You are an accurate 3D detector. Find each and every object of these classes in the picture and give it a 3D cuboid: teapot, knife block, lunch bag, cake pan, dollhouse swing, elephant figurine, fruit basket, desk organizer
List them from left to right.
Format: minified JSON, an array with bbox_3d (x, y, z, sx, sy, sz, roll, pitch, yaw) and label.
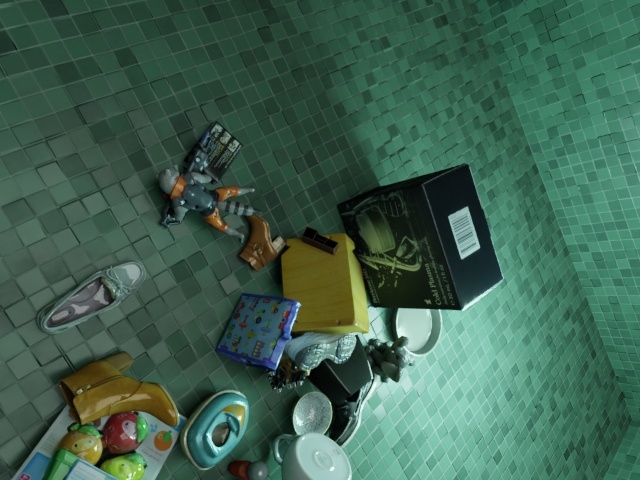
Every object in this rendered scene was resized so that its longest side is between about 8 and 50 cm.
[{"bbox_3d":[-0.582,0.574,1.316,0.327,0.165,0.353,40,53,-15],"label":"fruit basket"},{"bbox_3d":[-0.185,0.295,1.555,0.138,0.293,0.221,35,66,-27],"label":"lunch bag"},{"bbox_3d":[-0.075,0.418,1.650,0.276,0.242,0.088,-23,99,-35],"label":"knife block"},{"bbox_3d":[-0.037,0.781,1.580,0.252,0.256,0.187,26,112,-12],"label":"teapot"},{"bbox_3d":[0.000,0.000,1.709,0.130,0.050,0.047,23,68,12],"label":"desk organizer"},{"bbox_3d":[0.027,0.197,1.813,0.315,0.305,0.347,-6,67,-1],"label":"dollhouse swing"},{"bbox_3d":[0.298,0.481,1.909,0.186,0.239,0.169,28,69,-30],"label":"elephant figurine"},{"bbox_3d":[0.427,0.368,2.130,0.293,0.054,0.293,5,82,-35],"label":"cake pan"}]

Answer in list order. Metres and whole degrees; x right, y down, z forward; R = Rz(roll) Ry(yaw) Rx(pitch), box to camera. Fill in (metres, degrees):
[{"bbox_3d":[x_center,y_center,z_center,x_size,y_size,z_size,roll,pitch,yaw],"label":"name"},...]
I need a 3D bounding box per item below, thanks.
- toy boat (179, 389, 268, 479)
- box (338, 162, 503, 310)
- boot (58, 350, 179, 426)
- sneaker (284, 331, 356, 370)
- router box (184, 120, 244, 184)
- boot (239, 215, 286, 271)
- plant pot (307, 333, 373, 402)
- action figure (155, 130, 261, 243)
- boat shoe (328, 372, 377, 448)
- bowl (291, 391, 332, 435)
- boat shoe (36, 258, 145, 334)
[{"bbox_3d":[-0.283,0.638,1.516,0.267,0.148,0.318,-46,116,-48],"label":"toy boat"},{"bbox_3d":[0.384,0.001,1.887,0.297,0.472,0.480,-25,99,-34],"label":"box"},{"bbox_3d":[-0.552,0.449,1.303,0.295,0.104,0.211,41,33,15],"label":"boot"},{"bbox_3d":[0.004,0.347,1.603,0.297,0.129,0.111,7,103,-45],"label":"sneaker"},{"bbox_3d":[-0.366,-0.304,1.651,0.133,0.046,0.179,42,63,-25],"label":"router box"},{"bbox_3d":[-0.236,0.000,1.695,0.197,0.073,0.152,45,77,-2],"label":"boot"},{"bbox_3d":[0.079,0.484,1.754,0.187,0.188,0.167,-25,75,-35],"label":"plant pot"},{"bbox_3d":[-0.356,-0.175,1.532,0.330,0.178,0.341,18,89,-35],"label":"action figure"},{"bbox_3d":[0.103,0.624,1.824,0.113,0.127,0.340,49,59,-20],"label":"boat shoe"},{"bbox_3d":[-0.049,0.633,1.742,0.170,0.080,0.170,5,81,-35],"label":"bowl"},{"bbox_3d":[-0.641,0.158,1.363,0.320,0.103,0.118,-32,103,-34],"label":"boat shoe"}]
